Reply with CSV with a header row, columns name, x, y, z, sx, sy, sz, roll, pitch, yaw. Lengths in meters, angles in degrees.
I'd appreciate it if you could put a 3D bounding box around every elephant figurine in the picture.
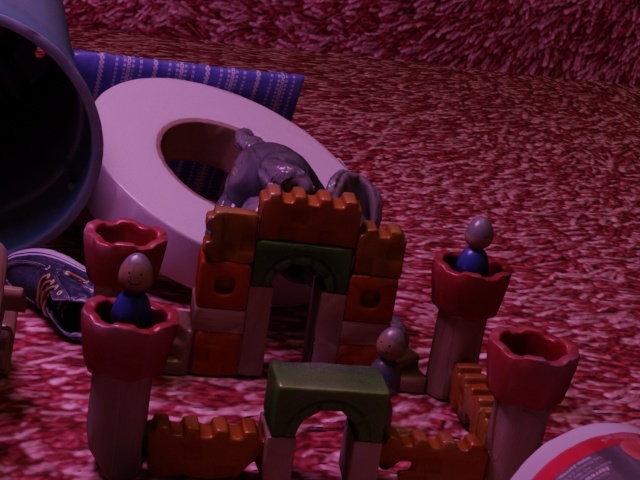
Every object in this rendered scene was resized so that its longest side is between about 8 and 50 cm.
name,x,y,z,sx,sy,sz,roll,pitch,yaw
elephant figurine,0.000,0.000,1.566,0.239,0.186,0.169,27,-10,-25

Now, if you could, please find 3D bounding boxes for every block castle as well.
name,x,y,z,sx,sy,sz,roll,pitch,yaw
block castle,-0.007,0.085,1.331,0.453,0.212,0.303,5,19,-11

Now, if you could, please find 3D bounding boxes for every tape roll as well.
name,x,y,z,sx,sy,sz,roll,pitch,yaw
tape roll,-0.122,-0.069,1.746,0.392,0.072,0.392,21,31,-13

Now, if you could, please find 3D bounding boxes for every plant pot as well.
name,x,y,z,sx,sy,sz,roll,pitch,yaw
plant pot,-0.438,-0.197,1.654,0.341,0.341,0.334,5,32,-13

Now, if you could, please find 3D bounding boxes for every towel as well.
name,x,y,z,sx,sy,sz,roll,pitch,yaw
towel,-0.213,-0.160,1.936,0.336,0.243,0.040,4,44,-19

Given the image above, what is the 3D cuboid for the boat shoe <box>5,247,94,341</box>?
name,x,y,z,sx,sy,sz,roll,pitch,yaw
boat shoe,-0.289,0.059,1.504,0.183,0.065,0.083,16,18,17

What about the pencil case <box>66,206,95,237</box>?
name,x,y,z,sx,sy,sz,roll,pitch,yaw
pencil case,-0.307,-0.053,1.780,0.209,0.098,0.095,16,20,18

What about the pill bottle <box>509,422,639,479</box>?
name,x,y,z,sx,sy,sz,roll,pitch,yaw
pill bottle,0.263,0.273,0.957,0.176,0.176,0.318,1,20,-22

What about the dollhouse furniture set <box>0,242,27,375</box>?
name,x,y,z,sx,sy,sz,roll,pitch,yaw
dollhouse furniture set,-0.395,0.020,1.275,0.242,0.161,0.212,8,-15,-7

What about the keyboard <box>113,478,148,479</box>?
name,x,y,z,sx,sy,sz,roll,pitch,yaw
keyboard,-0.225,0.221,1.127,0.192,0.038,0.100,1,-3,-19
